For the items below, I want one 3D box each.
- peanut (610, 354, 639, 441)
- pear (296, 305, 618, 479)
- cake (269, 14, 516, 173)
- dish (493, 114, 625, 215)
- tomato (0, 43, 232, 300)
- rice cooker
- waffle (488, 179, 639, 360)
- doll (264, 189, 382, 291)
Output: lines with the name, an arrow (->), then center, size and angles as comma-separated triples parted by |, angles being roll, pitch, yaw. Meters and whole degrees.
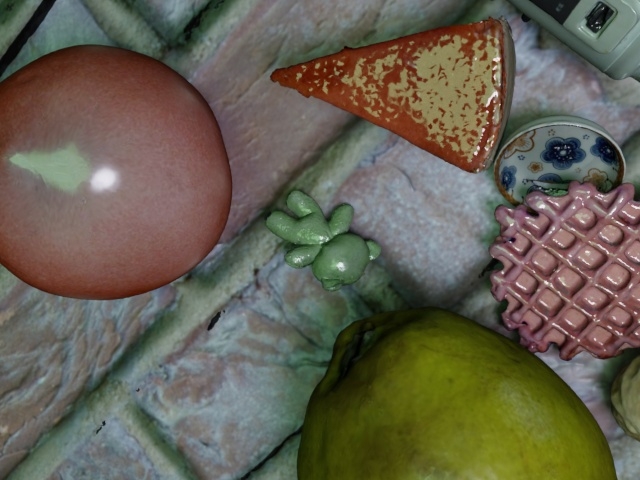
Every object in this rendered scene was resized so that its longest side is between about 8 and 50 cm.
peanut -> 0.457, 0.146, 0.821 | 0.299, 0.136, 0.120 | -21, 87, 19
pear -> 0.148, 0.270, 0.840 | 0.352, 0.352, 0.413 | -19, 95, 20
cake -> 0.096, -0.143, 0.896 | 0.262, 0.158, 0.159 | -8, 93, 21
dish -> 0.271, -0.101, 0.891 | 0.141, 0.078, 0.141 | 8, 137, 7
tomato -> -0.268, -0.081, 0.942 | 0.322, 0.321, 0.321 | 2, 98, 18
rice cooker -> 0.292, -0.301, 0.766 | 0.227, 0.280, 0.241 | 40, 66, 6
waffle -> 0.308, 0.037, 0.882 | 0.234, 0.055, 0.221 | -5, 107, 21
doll -> 0.000, 0.000, 0.999 | 0.115, 0.077, 0.150 | -39, 69, -18
